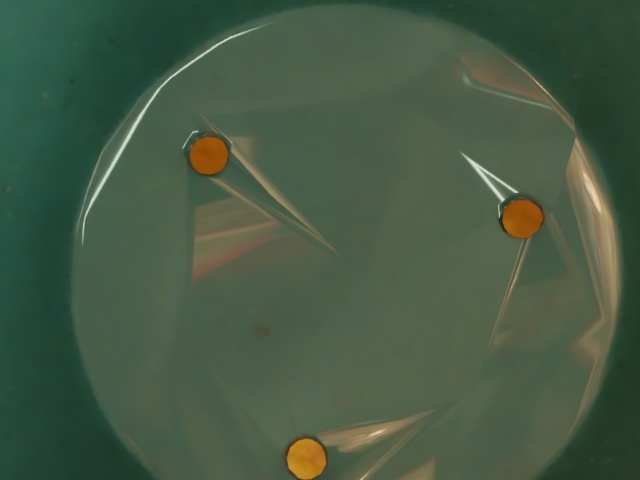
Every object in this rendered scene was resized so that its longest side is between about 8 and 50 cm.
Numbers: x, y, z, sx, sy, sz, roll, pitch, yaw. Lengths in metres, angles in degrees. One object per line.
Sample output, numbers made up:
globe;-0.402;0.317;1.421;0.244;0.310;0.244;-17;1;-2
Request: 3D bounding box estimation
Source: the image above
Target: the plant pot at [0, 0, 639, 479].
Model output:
plant pot;0.000;0.000;0.392;0.290;0.290;0.195;-43;172;-1
